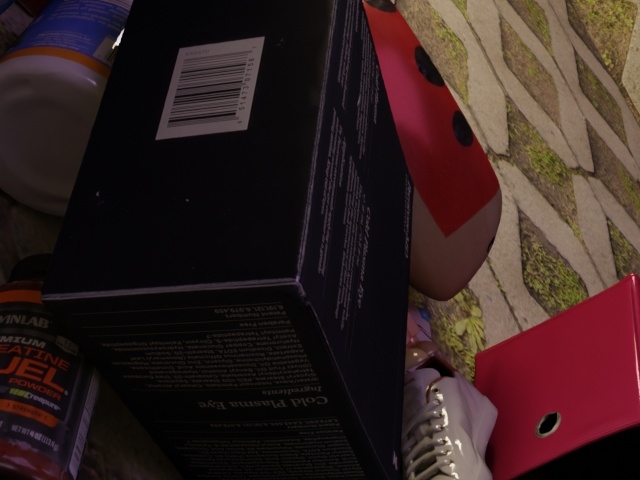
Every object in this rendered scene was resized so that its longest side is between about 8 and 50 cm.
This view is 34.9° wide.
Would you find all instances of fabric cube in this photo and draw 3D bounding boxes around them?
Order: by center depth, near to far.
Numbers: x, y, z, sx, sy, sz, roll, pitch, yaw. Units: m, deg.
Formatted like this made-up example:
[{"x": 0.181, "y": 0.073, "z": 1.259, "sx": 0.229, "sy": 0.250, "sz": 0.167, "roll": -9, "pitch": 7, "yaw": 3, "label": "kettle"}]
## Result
[{"x": 0.353, "y": 0.249, "z": 1.239, "sx": 0.259, "sy": 0.254, "sz": 0.258, "roll": 44, "pitch": 33, "yaw": -20, "label": "fabric cube"}]

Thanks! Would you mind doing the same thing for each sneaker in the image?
[{"x": 0.111, "y": 0.216, "z": 1.085, "sx": 0.123, "sy": 0.106, "sz": 0.290, "roll": 49, "pitch": 20, "yaw": -5, "label": "sneaker"}]

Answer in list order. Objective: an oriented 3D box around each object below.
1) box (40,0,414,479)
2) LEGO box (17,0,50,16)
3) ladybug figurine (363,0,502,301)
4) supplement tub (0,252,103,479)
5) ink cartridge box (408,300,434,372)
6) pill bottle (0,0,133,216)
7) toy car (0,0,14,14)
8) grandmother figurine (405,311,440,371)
[{"x": -0.041, "y": -0.008, "z": 0.825, "sx": 0.312, "sy": 0.178, "sz": 0.343, "roll": 67, "pitch": 23, "yaw": -49, "label": "box"}, {"x": -0.303, "y": -0.510, "z": 0.872, "sx": 0.500, "sy": 0.372, "sz": 0.193, "roll": 43, "pitch": 41, "yaw": -21, "label": "LEGO box"}, {"x": 0.077, "y": -0.139, "z": 1.215, "sx": 0.449, "sy": 0.162, "sz": 0.305, "roll": 57, "pitch": 5, "yaw": -16, "label": "ladybug figurine"}, {"x": -0.208, "y": 0.101, "z": 0.716, "sx": 0.106, "sy": 0.106, "sz": 0.198, "roll": 38, "pitch": 35, "yaw": -30, "label": "supplement tub"}, {"x": 0.111, "y": 0.118, "z": 1.235, "sx": 0.048, "sy": 0.028, "sz": 0.083, "roll": 33, "pitch": 38, "yaw": -35, "label": "ink cartridge box"}, {"x": -0.197, "y": -0.155, "z": 0.927, "sx": 0.152, "sy": 0.152, "sz": 0.272, "roll": 44, "pitch": 32, "yaw": -21, "label": "pill bottle"}, {"x": -0.355, "y": -0.258, "z": 0.768, "sx": 0.219, "sy": 0.210, "sz": 0.238, "roll": 40, "pitch": 45, "yaw": -8, "label": "toy car"}, {"x": 0.000, "y": 0.000, "z": 1.129, "sx": 0.342, "sy": 0.104, "sz": 0.208, "roll": 58, "pitch": 8, "yaw": 8, "label": "grandmother figurine"}]
